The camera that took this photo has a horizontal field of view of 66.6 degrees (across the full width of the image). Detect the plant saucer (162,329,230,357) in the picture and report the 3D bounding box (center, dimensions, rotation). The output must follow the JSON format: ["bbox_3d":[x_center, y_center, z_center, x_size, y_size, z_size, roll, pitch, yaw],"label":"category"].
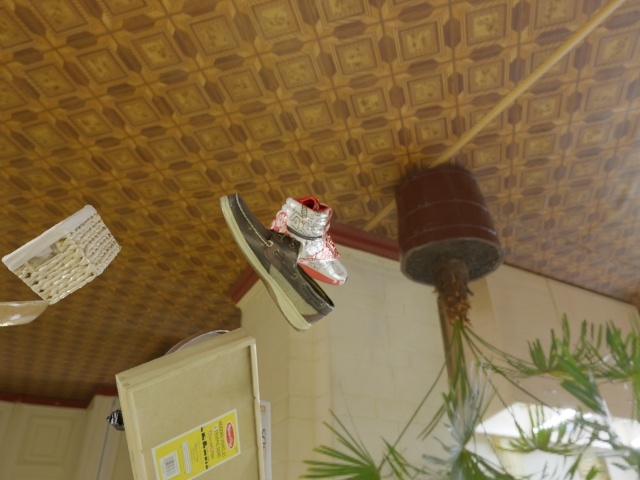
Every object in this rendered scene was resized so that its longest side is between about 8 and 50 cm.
[{"bbox_3d":[-0.365,0.375,1.397,0.310,0.050,0.311,-32,141,-30],"label":"plant saucer"}]

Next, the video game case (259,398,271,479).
[{"bbox_3d":[-0.264,0.514,1.181,0.329,0.300,0.036,22,134,-30],"label":"video game case"}]

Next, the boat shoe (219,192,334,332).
[{"bbox_3d":[-0.056,0.023,0.672,0.073,0.080,0.224,-30,107,2],"label":"boat shoe"}]

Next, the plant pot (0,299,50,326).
[{"bbox_3d":[-0.476,0.096,0.614,0.236,0.032,0.236,-2,174,0],"label":"plant pot"}]

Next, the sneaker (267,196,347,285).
[{"bbox_3d":[0.000,0.000,0.998,0.270,0.090,0.145,21,100,-50],"label":"sneaker"}]

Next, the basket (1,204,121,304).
[{"bbox_3d":[-0.430,0.022,0.835,0.113,0.167,0.103,-32,107,1],"label":"basket"}]

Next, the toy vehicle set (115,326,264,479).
[{"bbox_3d":[-0.157,0.262,0.632,0.166,0.035,0.267,-15,114,-35],"label":"toy vehicle set"}]

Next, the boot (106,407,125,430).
[{"bbox_3d":[-0.388,0.357,0.976,0.121,0.045,0.099,-10,159,13],"label":"boot"}]
